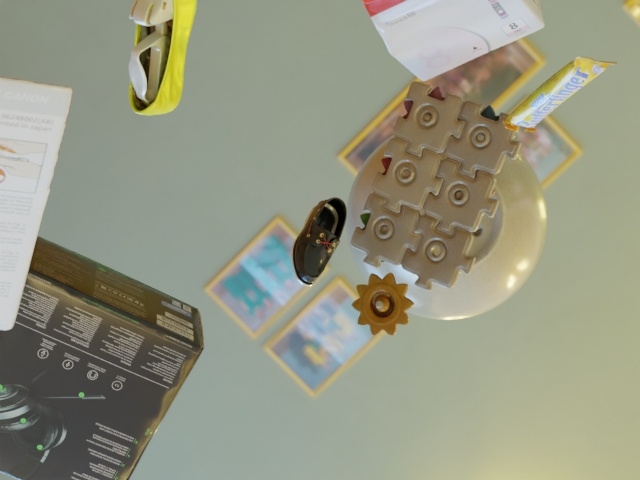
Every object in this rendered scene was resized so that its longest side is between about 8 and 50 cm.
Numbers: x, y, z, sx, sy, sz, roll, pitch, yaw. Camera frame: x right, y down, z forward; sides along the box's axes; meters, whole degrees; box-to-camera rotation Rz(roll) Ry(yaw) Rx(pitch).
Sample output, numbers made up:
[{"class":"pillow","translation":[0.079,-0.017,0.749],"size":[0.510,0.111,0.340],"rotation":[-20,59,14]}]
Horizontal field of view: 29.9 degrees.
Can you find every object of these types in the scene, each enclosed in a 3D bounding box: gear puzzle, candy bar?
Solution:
[{"class":"gear puzzle","translation":[0.140,-0.027,1.580],"size":[0.044,0.175,0.339],"rotation":[8,104,-66]},{"class":"candy bar","translation":[0.225,-0.140,1.145],"size":[0.161,0.040,0.018],"rotation":[136,-47,-63]}]

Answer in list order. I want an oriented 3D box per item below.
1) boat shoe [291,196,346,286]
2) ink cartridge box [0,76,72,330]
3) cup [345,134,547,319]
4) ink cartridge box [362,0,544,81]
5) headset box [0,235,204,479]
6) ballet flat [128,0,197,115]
[{"class":"boat shoe","translation":[-0.001,-0.001,1.526],"size":[0.042,0.049,0.133],"rotation":[-31,-150,46]},{"class":"ink cartridge box","translation":[-0.428,-0.059,1.170],"size":[0.385,0.308,0.091],"rotation":[118,-29,-45]},{"class":"cup","translation":[0.195,-0.035,1.860],"size":[0.331,0.331,0.237],"rotation":[-45,175,4]},{"class":"ink cartridge box","translation":[0.154,-0.303,1.526],"size":[0.189,0.066,0.232],"rotation":[-21,156,27]},{"class":"headset box","translation":[-0.321,0.178,1.516],"size":[0.283,0.246,0.131],"rotation":[-61,-164,13]},{"class":"ballet flat","translation":[-0.198,-0.254,1.451],"size":[0.077,0.077,0.231],"rotation":[-30,139,-47]}]
